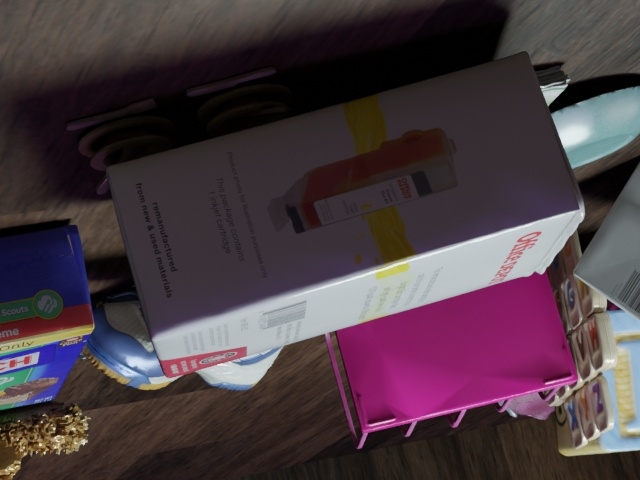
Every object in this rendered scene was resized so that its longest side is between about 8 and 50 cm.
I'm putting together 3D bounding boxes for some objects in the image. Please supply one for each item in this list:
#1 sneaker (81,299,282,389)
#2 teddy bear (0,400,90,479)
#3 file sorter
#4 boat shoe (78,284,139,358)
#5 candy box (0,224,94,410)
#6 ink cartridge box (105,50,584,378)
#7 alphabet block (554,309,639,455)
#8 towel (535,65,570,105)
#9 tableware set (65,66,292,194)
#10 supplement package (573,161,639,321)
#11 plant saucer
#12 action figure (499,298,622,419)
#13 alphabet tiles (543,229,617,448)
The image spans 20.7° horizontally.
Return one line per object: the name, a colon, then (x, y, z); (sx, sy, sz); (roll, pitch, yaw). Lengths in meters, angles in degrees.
sneaker: (-0.144, 0.088, 1.949); (0.296, 0.112, 0.131); (5, 134, -52)
teddy bear: (-0.396, 0.227, 2.030); (0.245, 0.113, 0.338); (-11, -153, -18)
file sorter: (0.162, 0.145, 2.346); (0.290, 0.202, 0.182); (-12, 163, -8)
boat shoe: (-0.261, 0.099, 2.050); (0.083, 0.065, 0.183); (2, 157, -40)
candy box: (-0.393, 0.103, 1.826); (0.268, 0.122, 0.317); (-9, 164, -19)
ink cartridge box: (0.016, -0.015, 1.597); (0.384, 0.160, 0.279); (-15, 169, -6)
alphabet block: (0.433, 0.193, 2.384); (0.193, 0.192, 0.197); (-2, 173, -10)
towel: (0.167, -0.130, 1.714); (0.113, 0.023, 0.152); (-8, 166, -16)
tableware set: (-0.115, -0.092, 1.532); (0.194, 0.039, 0.128); (-15, 165, 3)
supplement package: (0.478, 0.025, 2.149); (0.293, 0.177, 0.175); (9, 114, -56)
plant saucer: (0.271, -0.106, 1.820); (0.195, 0.037, 0.195); (-20, 169, -4)
action figure: (0.395, 0.115, 2.650); (0.275, 0.248, 0.370); (29, 145, 1)
alphabet tiles: (0.329, 0.127, 2.306); (0.021, 0.278, 0.284); (-6, 164, -10)
